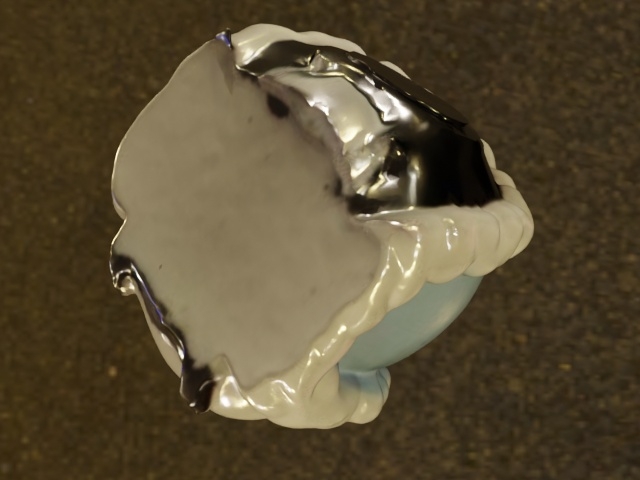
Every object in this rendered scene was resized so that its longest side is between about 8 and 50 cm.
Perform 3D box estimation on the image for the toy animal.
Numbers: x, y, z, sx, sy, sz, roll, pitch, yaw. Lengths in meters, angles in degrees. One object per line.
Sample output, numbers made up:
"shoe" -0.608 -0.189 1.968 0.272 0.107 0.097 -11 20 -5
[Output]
"toy animal" 0.000 0.000 0.866 0.204 0.156 0.208 -52 49 16
